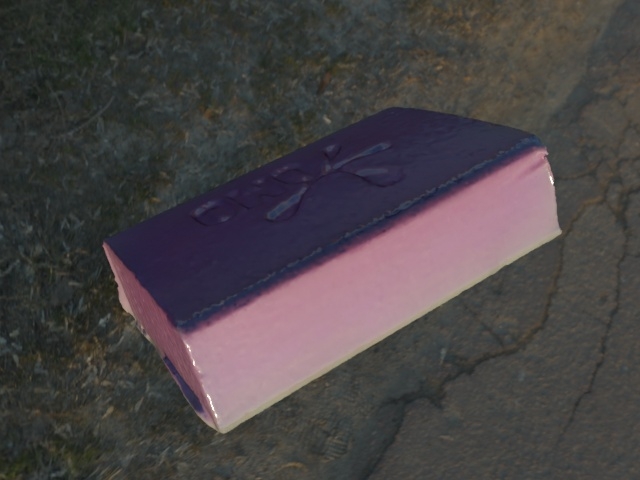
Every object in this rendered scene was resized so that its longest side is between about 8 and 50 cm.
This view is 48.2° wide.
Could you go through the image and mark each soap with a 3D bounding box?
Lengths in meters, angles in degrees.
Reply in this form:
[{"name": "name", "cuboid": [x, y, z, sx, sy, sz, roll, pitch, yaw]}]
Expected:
[{"name": "soap", "cuboid": [0.000, -0.002, 0.479, 0.259, 0.181, 0.081, -26, 116, -19]}]
